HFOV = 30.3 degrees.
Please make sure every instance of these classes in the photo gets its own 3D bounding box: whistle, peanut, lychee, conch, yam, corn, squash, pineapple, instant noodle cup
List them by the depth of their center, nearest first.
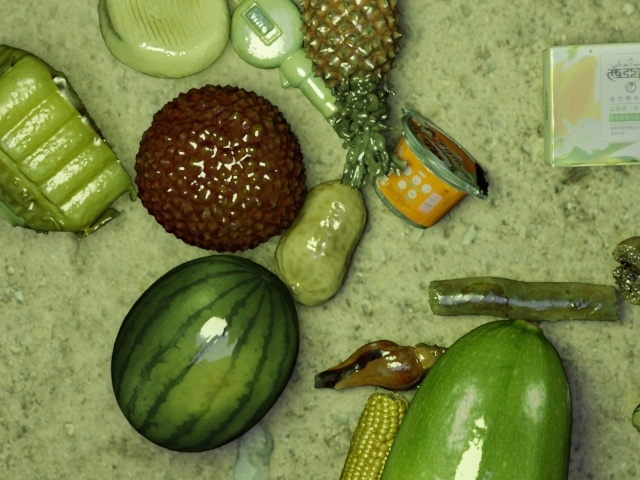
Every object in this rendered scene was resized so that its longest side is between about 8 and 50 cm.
[{"bbox_3d":[0.060,-0.263,1.854,0.175,0.175,0.361,-10,75,5],"label":"pineapple"},{"bbox_3d":[-0.153,-0.116,1.875,0.276,0.304,0.275,5,79,-25],"label":"lychee"},{"bbox_3d":[0.256,0.274,1.892,0.310,0.310,0.309,6,83,3],"label":"squash"},{"bbox_3d":[0.166,-0.100,1.909,0.178,0.208,0.125,21,119,-39],"label":"instant noodle cup"},{"bbox_3d":[0.000,0.000,1.942,0.129,0.129,0.224,21,95,1],"label":"peanut"},{"bbox_3d":[-0.056,-0.307,1.943,0.126,0.067,0.258,-40,95,7],"label":"whistle"},{"bbox_3d":[0.337,0.098,1.960,0.317,0.071,0.067,2,126,3],"label":"yam"},{"bbox_3d":[0.106,0.209,1.979,0.233,0.080,0.086,2,74,2],"label":"conch"},{"bbox_3d":[0.080,0.407,1.993,0.101,0.101,0.310,17,97,2],"label":"corn"}]

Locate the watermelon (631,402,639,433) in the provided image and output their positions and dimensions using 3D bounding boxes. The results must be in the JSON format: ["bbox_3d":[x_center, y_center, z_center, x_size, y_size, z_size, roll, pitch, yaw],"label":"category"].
[{"bbox_3d":[0.602,0.342,1.943,0.245,0.119,0.063,43,86,-2],"label":"watermelon"}]

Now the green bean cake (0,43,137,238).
[{"bbox_3d":[-0.479,-0.144,1.912,0.202,0.285,0.310,-42,117,-16],"label":"green bean cake"}]

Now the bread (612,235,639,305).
[{"bbox_3d":[0.518,0.049,1.940,0.060,0.082,0.113,-7,93,45],"label":"bread"}]

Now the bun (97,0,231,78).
[{"bbox_3d":[-0.252,-0.350,1.928,0.222,0.127,0.222,0,67,0],"label":"bun"}]

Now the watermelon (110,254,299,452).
[{"bbox_3d":[-0.190,0.189,1.899,0.279,0.279,0.359,40,103,-1],"label":"watermelon"}]

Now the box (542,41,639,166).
[{"bbox_3d":[0.489,-0.218,1.895,0.260,0.111,0.194,-2,96,6],"label":"box"}]
